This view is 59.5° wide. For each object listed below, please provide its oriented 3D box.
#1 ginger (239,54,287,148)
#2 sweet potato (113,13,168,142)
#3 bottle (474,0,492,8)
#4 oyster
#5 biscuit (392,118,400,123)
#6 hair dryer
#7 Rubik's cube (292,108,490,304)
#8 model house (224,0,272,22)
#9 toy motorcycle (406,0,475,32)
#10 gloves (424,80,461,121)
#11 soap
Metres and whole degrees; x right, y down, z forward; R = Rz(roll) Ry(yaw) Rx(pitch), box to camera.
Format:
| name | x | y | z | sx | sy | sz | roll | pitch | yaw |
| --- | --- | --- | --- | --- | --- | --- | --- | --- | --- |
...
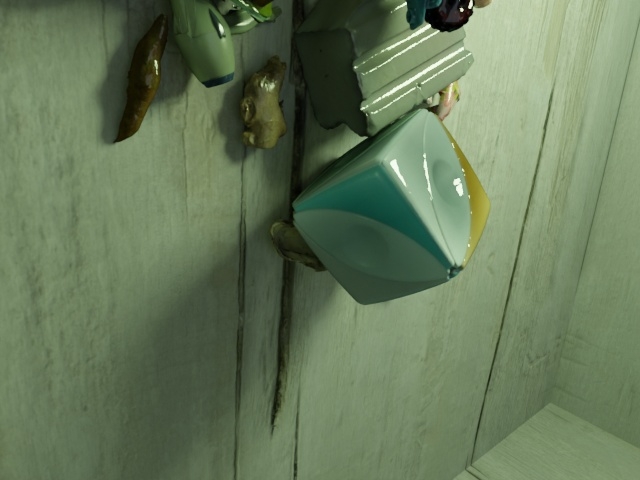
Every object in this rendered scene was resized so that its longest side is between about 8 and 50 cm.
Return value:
| name | x | y | z | sx | sy | sz | roll | pitch | yaw |
| --- | --- | --- | --- | --- | --- | --- | --- | --- | --- |
| ginger | -0.134 | -0.328 | 1.327 | 0.137 | 0.074 | 0.214 | -20 | 125 | -48 |
| sweet potato | -0.357 | -0.318 | 1.124 | 0.067 | 0.067 | 0.274 | 12 | 103 | -46 |
| bottle | 0.381 | -0.711 | 1.547 | 0.147 | 0.236 | 0.148 | -20 | 120 | -38 |
| oyster | -0.003 | -0.003 | 1.569 | 0.341 | 0.110 | 0.167 | -15 | 107 | -37 |
| biscuit | 0.243 | -0.263 | 1.726 | 0.220 | 0.066 | 0.221 | -18 | 118 | -38 |
| hair dryer | -0.226 | -0.513 | 1.163 | 0.296 | 0.118 | 0.298 | 55 | 51 | -38 |
| Rubik's cube | 0.186 | -0.081 | 1.432 | 0.352 | 0.351 | 0.347 | 55 | 44 | -14 |
| model house | -0.127 | -0.626 | 1.001 | 0.357 | 0.312 | 0.243 | 16 | 64 | -45 |
| toy motorcycle | 0.209 | -0.663 | 1.221 | 0.232 | 0.172 | 0.417 | -11 | 99 | -16 |
| gloves | 0.366 | -0.441 | 1.704 | 0.145 | 0.126 | 0.242 | 64 | 25 | -68 |
| soap | 0.167 | -0.513 | 1.439 | 0.435 | 0.212 | 0.351 | -39 | 130 | -26 |
